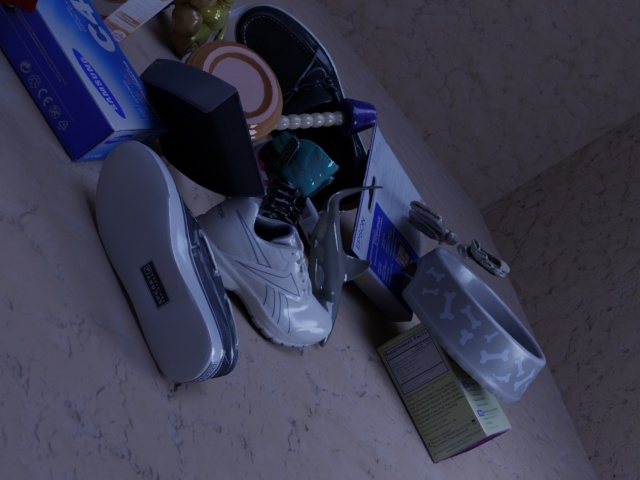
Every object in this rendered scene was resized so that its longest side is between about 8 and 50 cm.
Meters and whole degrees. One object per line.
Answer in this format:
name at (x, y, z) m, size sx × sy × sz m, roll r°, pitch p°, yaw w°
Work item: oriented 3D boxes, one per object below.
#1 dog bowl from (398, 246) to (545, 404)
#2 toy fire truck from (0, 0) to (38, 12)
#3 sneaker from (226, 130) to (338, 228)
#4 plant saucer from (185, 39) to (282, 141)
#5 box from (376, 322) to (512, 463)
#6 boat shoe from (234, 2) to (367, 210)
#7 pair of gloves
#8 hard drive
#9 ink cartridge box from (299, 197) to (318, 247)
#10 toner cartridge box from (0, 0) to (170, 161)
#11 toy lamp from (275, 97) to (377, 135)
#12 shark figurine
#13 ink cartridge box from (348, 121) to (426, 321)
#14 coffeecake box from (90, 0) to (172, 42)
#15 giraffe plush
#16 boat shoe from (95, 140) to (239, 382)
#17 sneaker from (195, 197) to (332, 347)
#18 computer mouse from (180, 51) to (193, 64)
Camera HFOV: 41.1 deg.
dog bowl at (0.300, 0.155, 1.675) m, size 0.349 × 0.102 × 0.348 m, roll 42°, pitch 13°, yaw -12°
toy fire truck at (-0.377, -0.340, 1.004) m, size 0.192 × 0.047 × 0.135 m, roll 6°, pitch 68°, yaw -28°
sneaker at (-0.052, -0.074, 1.402) m, size 0.124 × 0.178 × 0.295 m, roll 42°, pitch 23°, yaw -41°
plant saucer at (-0.152, -0.274, 1.542) m, size 0.200 × 0.037 × 0.199 m, roll 12°, pitch 67°, yaw -31°
box at (0.246, 0.292, 1.675) m, size 0.242 × 0.117 × 0.213 m, roll 64°, pitch 18°, yaw 18°
boat shoe at (-0.037, -0.294, 1.840) m, size 0.500 × 0.187 × 0.156 m, roll 63°, pitch 11°, yaw 3°
pair of gloves at (0.279, 0.007, 1.755) m, size 0.240 × 0.042 × 0.204 m, roll 36°, pitch -1°, yaw 10°
hard drive at (-0.171, -0.154, 1.182) m, size 0.255 × 0.054 × 0.172 m, roll 30°, pitch -38°, yaw 51°
ink cartridge box at (0.000, 0.000, 1.684) m, size 0.145 × 0.045 × 0.179 m, roll 64°, pitch 0°, yaw 23°
toner cartridge box at (-0.347, -0.271, 1.119) m, size 0.347 × 0.075 × 0.165 m, roll 57°, pitch 18°, yaw 0°
toy lamp at (-0.015, -0.241, 1.701) m, size 0.275 × 0.080 × 0.080 m, roll -8°, pitch 58°, yaw -27°
shark figurine at (0.035, 0.017, 1.411) m, size 0.116 × 0.278 × 0.166 m, roll 4°, pitch 22°, yaw -12°
ink cartridge box at (0.126, -0.032, 1.767) m, size 0.307 × 0.072 × 0.303 m, roll 48°, pitch 45°, yaw -46°
coffeecake box at (-0.294, -0.431, 1.358) m, size 0.068 × 0.186 × 0.142 m, roll 23°, pitch 37°, yaw -62°
giraffe plush at (-0.256, -0.471, 1.620) m, size 0.170 × 0.181 × 0.210 m, roll 37°, pitch 27°, yaw 6°
boat shoe at (-0.174, 0.024, 1.020) m, size 0.301 × 0.108 × 0.102 m, roll 65°, pitch 19°, yaw 16°
sneaker at (-0.065, 0.050, 1.234) m, size 0.297 × 0.129 × 0.111 m, roll 46°, pitch 18°, yaw -36°
computer mouse at (-0.186, -0.259, 1.564) m, size 0.193 × 0.042 × 0.106 m, roll 51°, pitch 55°, yaw -8°
